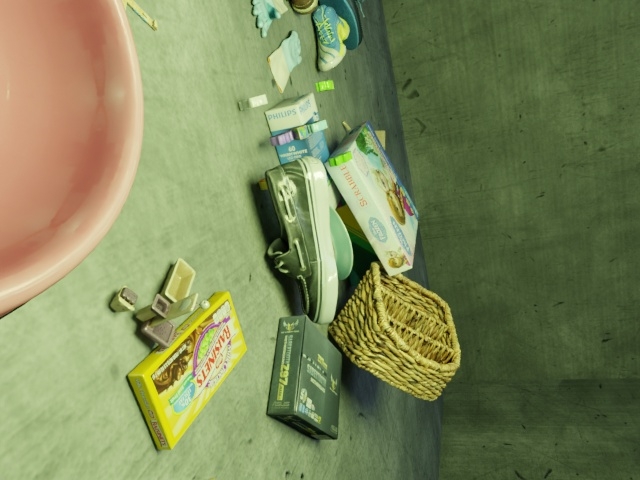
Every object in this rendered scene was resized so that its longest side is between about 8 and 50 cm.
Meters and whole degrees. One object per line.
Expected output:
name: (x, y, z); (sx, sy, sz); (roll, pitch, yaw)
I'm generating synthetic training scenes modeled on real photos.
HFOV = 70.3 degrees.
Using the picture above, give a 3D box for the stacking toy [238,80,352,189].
stacking toy: (-0.042, -0.209, 0.885); (0.221, 0.052, 0.167); (-26, 111, -32)

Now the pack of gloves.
pack of gloves: (-0.080, -0.479, 1.036); (0.232, 0.046, 0.195); (-75, 150, -47)

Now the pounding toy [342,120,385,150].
pounding toy: (0.142, -0.314, 1.500); (0.130, 0.141, 0.100); (79, 14, -56)

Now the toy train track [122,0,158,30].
toy train track: (-0.235, -0.303, 0.583); (0.083, 0.014, 0.048); (38, 48, -64)

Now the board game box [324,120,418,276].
board game box: (0.148, -0.122, 1.164); (0.318, 0.066, 0.318); (58, 26, -17)

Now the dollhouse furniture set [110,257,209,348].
dollhouse furniture set: (-0.169, 0.047, 0.535); (0.091, 0.081, 0.114); (51, 26, -33)

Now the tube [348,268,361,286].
tube: (0.091, 0.030, 1.331); (0.080, 0.052, 0.207); (-9, 86, -75)

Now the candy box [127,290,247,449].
candy box: (-0.162, 0.159, 0.600); (0.206, 0.027, 0.105); (-52, 134, -63)

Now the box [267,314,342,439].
box: (-0.020, 0.278, 0.904); (0.232, 0.059, 0.183); (58, 30, -50)

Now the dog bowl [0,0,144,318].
dog bowl: (-0.264, -0.115, 0.235); (0.408, 0.150, 0.408); (-8, 90, -70)

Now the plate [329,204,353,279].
plate: (0.000, 0.000, 0.949); (0.024, 0.188, 0.188); (-23, 109, -28)

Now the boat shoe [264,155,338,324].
boat shoe: (-0.044, 0.011, 0.861); (0.121, 0.119, 0.335); (-139, -140, -66)

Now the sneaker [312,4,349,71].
sneaker: (0.011, -0.589, 1.305); (0.126, 0.091, 0.240); (43, 40, -33)

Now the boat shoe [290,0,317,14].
boat shoe: (-0.047, -0.708, 1.126); (0.095, 0.095, 0.257); (0, 83, -76)

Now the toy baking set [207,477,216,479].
toy baking set: (-0.146, 0.406, 0.550); (0.197, 0.030, 0.256); (-58, 137, -61)

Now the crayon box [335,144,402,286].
crayon box: (0.138, -0.083, 1.326); (0.313, 0.106, 0.363); (55, 31, -31)

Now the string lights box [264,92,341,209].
string lights box: (-0.031, -0.182, 1.017); (0.133, 0.077, 0.259); (-62, 140, -59)

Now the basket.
basket: (0.213, 0.223, 1.097); (0.299, 0.223, 0.213); (32, 4, -27)

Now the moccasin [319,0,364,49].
moccasin: (0.066, -0.751, 1.373); (0.117, 0.138, 0.342); (-59, 145, -22)
